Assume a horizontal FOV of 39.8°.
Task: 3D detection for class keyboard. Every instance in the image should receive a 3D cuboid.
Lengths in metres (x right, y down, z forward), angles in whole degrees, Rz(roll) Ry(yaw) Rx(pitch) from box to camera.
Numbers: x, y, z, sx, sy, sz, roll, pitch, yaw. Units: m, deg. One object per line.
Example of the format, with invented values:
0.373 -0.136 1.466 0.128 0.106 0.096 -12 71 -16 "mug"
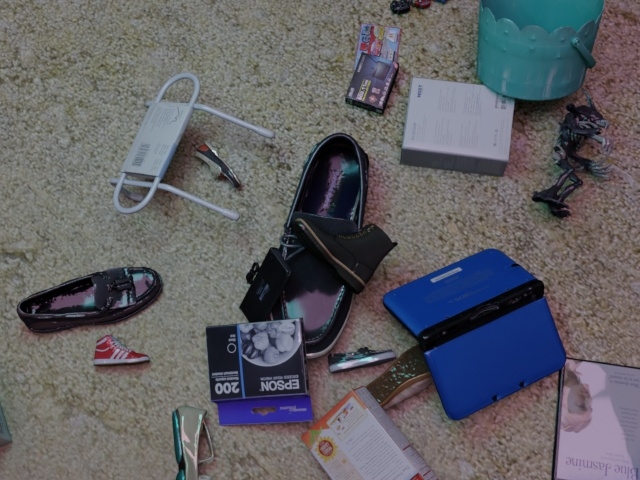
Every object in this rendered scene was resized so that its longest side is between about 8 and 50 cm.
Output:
-0.118 0.094 1.826 0.023 0.180 0.108 -5 46 -42 "keyboard"

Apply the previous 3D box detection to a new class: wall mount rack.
-0.285 -0.183 1.902 0.304 0.130 0.350 10 70 32 "wall mount rack"

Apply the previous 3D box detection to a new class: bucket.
0.467 -0.441 1.916 0.281 0.183 0.281 -1 40 0 "bucket"

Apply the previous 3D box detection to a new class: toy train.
0.243 -0.568 2.100 0.158 0.027 0.036 -16 75 -3 "toy train"

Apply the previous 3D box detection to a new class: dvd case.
0.562 0.369 1.770 0.180 0.022 0.253 8 72 5 "dvd case"

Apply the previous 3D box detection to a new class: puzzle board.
0.134 -0.449 2.073 0.096 0.011 0.128 8 72 5 "puzzle board"

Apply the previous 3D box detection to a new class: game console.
0.312 0.182 1.806 0.293 0.173 0.250 -22 36 -18 "game console"

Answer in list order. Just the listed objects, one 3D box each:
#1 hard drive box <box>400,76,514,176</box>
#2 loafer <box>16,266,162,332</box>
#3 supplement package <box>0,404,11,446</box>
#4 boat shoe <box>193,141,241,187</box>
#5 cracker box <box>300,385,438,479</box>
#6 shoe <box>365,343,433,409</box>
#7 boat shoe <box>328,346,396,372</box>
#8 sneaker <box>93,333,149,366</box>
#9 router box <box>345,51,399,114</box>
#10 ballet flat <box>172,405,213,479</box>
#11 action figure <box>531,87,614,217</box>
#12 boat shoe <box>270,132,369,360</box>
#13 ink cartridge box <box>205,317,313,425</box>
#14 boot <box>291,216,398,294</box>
0.302 -0.252 1.957 0.232 0.089 0.181 9 72 5 "hard drive box"
-0.486 0.123 1.860 0.303 0.095 0.109 -16 71 -3 "loafer"
-0.764 0.324 1.715 0.199 0.262 0.198 -22 71 -5 "supplement package"
-0.229 -0.163 1.972 0.043 0.049 0.137 -41 71 -6 "boat shoe"
0.093 0.422 1.716 0.156 0.067 0.232 -45 72 18 "cracker box"
0.176 0.278 1.805 0.219 0.058 0.076 -31 53 -12 "shoe"
0.084 0.240 1.821 0.142 0.049 0.040 -12 71 1 "boat shoe"
-0.415 0.227 1.850 0.118 0.042 0.067 -3 74 4 "sneaker"
0.119 -0.360 2.022 0.092 0.038 0.122 18 80 9 "router box"
-0.251 0.450 1.753 0.086 0.086 0.248 -4 70 1 "ballet flat"
0.560 -0.185 1.891 0.141 0.164 0.275 20 82 30 "action figure"
0.000 0.000 1.852 0.187 0.156 0.500 12 73 5 "boat shoe"
-0.125 0.266 1.774 0.206 0.045 0.208 -7 87 15 "ink cartridge box"
0.049 -0.008 1.754 0.137 0.077 0.198 -49 114 -13 "boot"
